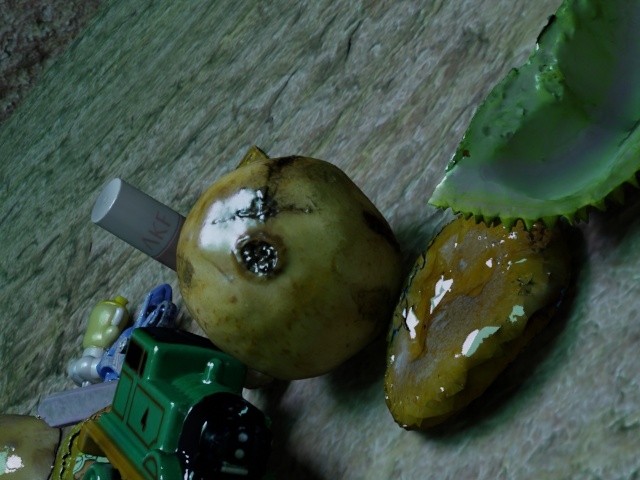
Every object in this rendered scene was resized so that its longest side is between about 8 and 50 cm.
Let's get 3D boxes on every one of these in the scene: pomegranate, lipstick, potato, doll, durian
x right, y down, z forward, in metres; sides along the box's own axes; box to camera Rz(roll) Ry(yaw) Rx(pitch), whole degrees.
[{"bbox_3d":[-0.034,0.030,1.517,0.260,0.260,0.260,-41,30,31],"label":"pomegranate"},{"bbox_3d":[-0.184,0.008,1.803,0.070,0.254,0.070,-41,30,31],"label":"lipstick"},{"bbox_3d":[-0.553,0.392,2.204,0.299,0.116,0.239,-34,39,43],"label":"potato"},{"bbox_3d":[-0.353,0.166,2.150,0.106,0.062,0.163,-30,36,51],"label":"doll"},{"bbox_3d":[0.261,-0.150,1.294,0.356,0.169,0.157,-62,23,-14],"label":"durian"}]

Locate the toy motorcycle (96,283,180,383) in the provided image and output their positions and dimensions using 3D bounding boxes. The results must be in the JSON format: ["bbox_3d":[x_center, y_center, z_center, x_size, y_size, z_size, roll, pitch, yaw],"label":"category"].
[{"bbox_3d":[-0.277,0.165,2.009,0.205,0.076,0.114,-56,22,11],"label":"toy motorcycle"}]

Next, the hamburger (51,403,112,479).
[{"bbox_3d":[-0.295,0.329,1.787,0.235,0.125,0.214,-16,36,35],"label":"hamburger"}]

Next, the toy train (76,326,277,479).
[{"bbox_3d":[-0.149,0.242,1.513,0.429,0.178,0.249,18,94,67],"label":"toy train"}]

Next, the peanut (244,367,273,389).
[{"bbox_3d":[-0.099,0.122,1.723,0.087,0.087,0.207,-50,26,15],"label":"peanut"}]

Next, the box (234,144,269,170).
[{"bbox_3d":[-0.131,-0.070,2.065,0.156,0.022,0.089,-53,26,9],"label":"box"}]

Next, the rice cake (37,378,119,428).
[{"bbox_3d":[-0.269,0.218,1.882,0.365,0.072,0.056,-15,88,42],"label":"rice cake"}]

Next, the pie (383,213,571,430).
[{"bbox_3d":[0.146,0.072,1.370,0.273,0.069,0.273,-44,24,26],"label":"pie"}]
